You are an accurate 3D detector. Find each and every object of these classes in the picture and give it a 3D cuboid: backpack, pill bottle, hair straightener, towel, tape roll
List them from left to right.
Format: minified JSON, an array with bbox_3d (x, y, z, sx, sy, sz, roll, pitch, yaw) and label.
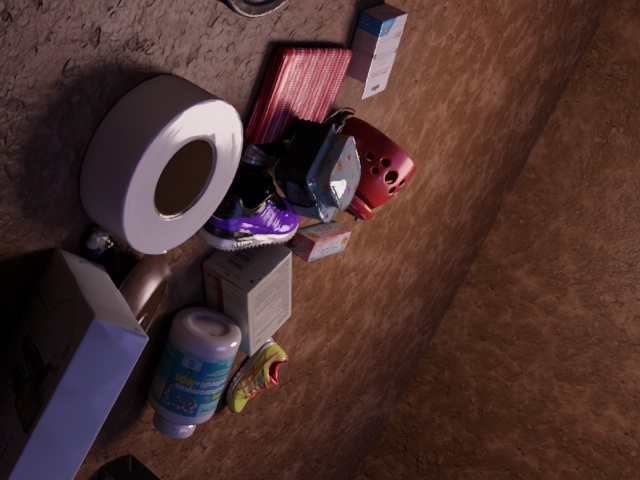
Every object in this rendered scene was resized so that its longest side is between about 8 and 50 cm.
[{"bbox_3d":[-0.254,-0.121,1.578,0.286,0.100,0.286,-46,155,-29],"label":"tape roll"},{"bbox_3d":[-0.268,0.279,2.006,0.146,0.146,0.264,-21,137,-56],"label":"pill bottle"},{"bbox_3d":[-0.040,-0.289,1.904,0.275,0.031,0.198,-18,135,-59],"label":"towel"},{"bbox_3d":[-0.002,-0.187,2.032,0.230,0.047,0.089,-51,165,26],"label":"hair straightener"},{"bbox_3d":[-0.001,-0.130,1.937,0.188,0.145,0.165,79,28,-58],"label":"backpack"}]

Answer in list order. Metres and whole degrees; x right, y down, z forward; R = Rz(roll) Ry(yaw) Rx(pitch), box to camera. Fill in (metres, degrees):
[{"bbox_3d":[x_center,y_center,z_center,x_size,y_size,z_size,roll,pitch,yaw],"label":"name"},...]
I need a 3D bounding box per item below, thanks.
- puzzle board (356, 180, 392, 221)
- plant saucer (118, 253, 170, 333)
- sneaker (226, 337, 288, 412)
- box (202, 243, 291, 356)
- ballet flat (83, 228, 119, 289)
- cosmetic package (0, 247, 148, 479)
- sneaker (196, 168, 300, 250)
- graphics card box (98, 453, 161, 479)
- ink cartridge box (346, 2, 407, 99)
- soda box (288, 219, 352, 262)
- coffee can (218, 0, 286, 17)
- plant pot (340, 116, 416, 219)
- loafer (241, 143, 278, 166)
[{"bbox_3d":[0.139,-0.107,2.546,0.128,0.011,0.096,-27,144,-51],"label":"puzzle board"},{"bbox_3d":[-0.339,0.154,1.677,0.310,0.050,0.310,-61,179,-2],"label":"plant saucer"},{"bbox_3d":[-0.155,0.345,2.400,0.208,0.094,0.081,-59,160,5],"label":"sneaker"},{"bbox_3d":[-0.152,0.106,2.052,0.148,0.127,0.232,-44,154,-32],"label":"box"},{"bbox_3d":[-0.359,0.043,1.631,0.057,0.049,0.173,-32,148,-25],"label":"ballet flat"},{"bbox_3d":[-0.417,0.233,1.459,0.097,0.284,0.377,26,97,-29],"label":"cosmetic package"},{"bbox_3d":[-0.116,-0.073,1.929,0.293,0.102,0.146,-19,135,-58],"label":"sneaker"},{"bbox_3d":[-0.416,0.678,2.098,0.094,0.233,0.370,-14,131,-55],"label":"graphics card box"},{"bbox_3d":[0.111,-0.398,2.040,0.104,0.060,0.180,-32,146,-49],"label":"ink cartridge box"},{"bbox_3d":[0.000,0.000,2.319,0.183,0.063,0.058,-16,133,-58],"label":"soda box"},{"bbox_3d":[-0.155,-0.416,1.167,0.201,0.275,0.201,-46,155,-29],"label":"coffee can"},{"bbox_3d":[0.091,-0.151,2.149,0.174,0.191,0.191,-54,158,-4],"label":"plant pot"},{"bbox_3d":[-0.107,-0.168,1.905,0.125,0.045,0.039,-4,116,-60],"label":"loafer"}]
